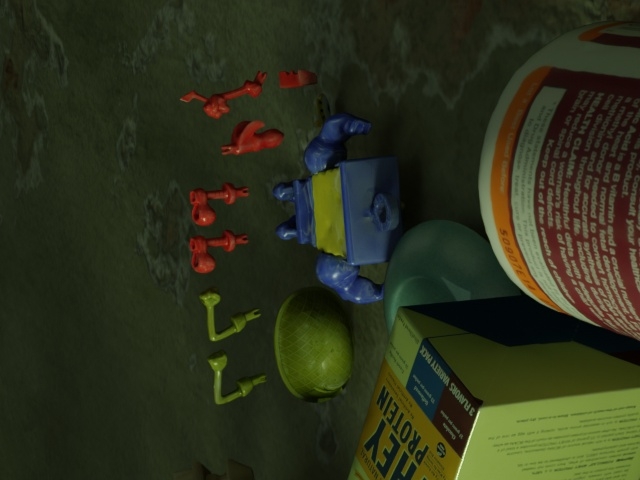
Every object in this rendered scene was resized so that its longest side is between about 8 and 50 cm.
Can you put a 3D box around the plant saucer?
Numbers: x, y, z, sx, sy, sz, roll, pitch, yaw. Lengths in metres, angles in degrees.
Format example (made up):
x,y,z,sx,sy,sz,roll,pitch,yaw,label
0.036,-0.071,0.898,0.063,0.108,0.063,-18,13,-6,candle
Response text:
x,y,z,sx,sy,sz,roll,pitch,yaw,label
0.115,0.078,1.494,0.195,0.037,0.195,21,118,46,plant saucer

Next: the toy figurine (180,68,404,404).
x,y,z,sx,sy,sz,roll,pitch,yaw,label
0.000,0.000,1.600,0.217,0.191,0.362,0,95,56,toy figurine

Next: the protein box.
x,y,z,sx,sy,sz,roll,pitch,yaw,label
0.154,0.166,1.310,0.136,0.200,0.201,52,137,46,protein box

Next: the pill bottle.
x,y,z,sx,sy,sz,roll,pitch,yaw,label
0.297,-0.018,1.007,0.392,0.224,0.224,22,112,59,pill bottle

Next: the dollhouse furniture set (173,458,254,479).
x,y,z,sx,sy,sz,roll,pitch,yaw,label
-0.039,0.404,1.738,0.355,0.174,0.303,64,-163,-67,dollhouse furniture set
